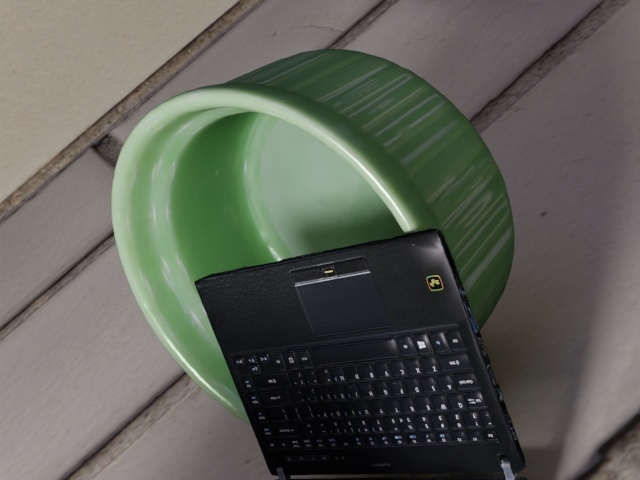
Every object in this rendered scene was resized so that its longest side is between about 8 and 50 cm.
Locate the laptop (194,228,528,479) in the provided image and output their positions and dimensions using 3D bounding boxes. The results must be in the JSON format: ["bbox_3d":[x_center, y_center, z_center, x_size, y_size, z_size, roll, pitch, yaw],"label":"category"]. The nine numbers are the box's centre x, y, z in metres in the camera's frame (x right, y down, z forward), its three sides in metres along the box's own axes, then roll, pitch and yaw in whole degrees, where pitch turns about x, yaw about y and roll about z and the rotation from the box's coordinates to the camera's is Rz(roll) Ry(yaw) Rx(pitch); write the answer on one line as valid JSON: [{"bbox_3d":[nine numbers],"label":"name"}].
[{"bbox_3d":[-0.001,0.152,0.702,0.234,0.264,0.137,-12,13,42],"label":"laptop"}]

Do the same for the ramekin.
[{"bbox_3d":[0.000,0.000,0.826,0.303,0.303,0.148,-12,19,42],"label":"ramekin"}]
